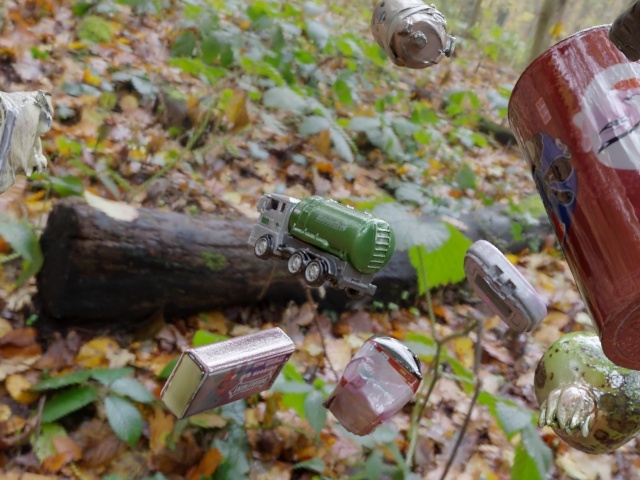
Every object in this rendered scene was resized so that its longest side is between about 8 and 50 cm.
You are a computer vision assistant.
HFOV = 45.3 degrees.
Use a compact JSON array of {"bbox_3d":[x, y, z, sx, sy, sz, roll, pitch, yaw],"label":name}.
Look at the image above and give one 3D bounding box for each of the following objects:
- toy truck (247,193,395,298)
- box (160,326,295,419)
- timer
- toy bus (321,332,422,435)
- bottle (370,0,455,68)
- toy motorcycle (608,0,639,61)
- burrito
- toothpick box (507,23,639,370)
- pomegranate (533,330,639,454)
[{"bbox_3d":[0.000,0.000,1.121,0.101,0.124,0.243,19,2,-41],"label":"toy truck"},{"bbox_3d":[-0.148,0.215,1.264,0.069,0.120,0.224,43,27,24],"label":"box"},{"bbox_3d":[0.381,0.100,1.610,0.208,0.069,0.190,52,-6,20],"label":"timer"},{"bbox_3d":[0.096,0.281,1.456,0.127,0.147,0.302,41,-21,10],"label":"toy bus"},{"bbox_3d":[0.133,-0.292,1.092,0.099,0.098,0.152,15,24,-20],"label":"bottle"},{"bbox_3d":[0.306,-0.233,0.430,0.143,0.327,0.188,50,4,12],"label":"toy motorcycle"},{"bbox_3d":[-0.536,-0.170,1.295,0.107,0.175,0.347,1,18,0],"label":"burrito"},{"bbox_3d":[0.346,-0.052,0.830,0.204,0.204,0.333,13,46,-26],"label":"toothpick box"},{"bbox_3d":[0.485,0.303,1.441,0.277,0.204,0.222,-31,71,-27],"label":"pomegranate"}]
